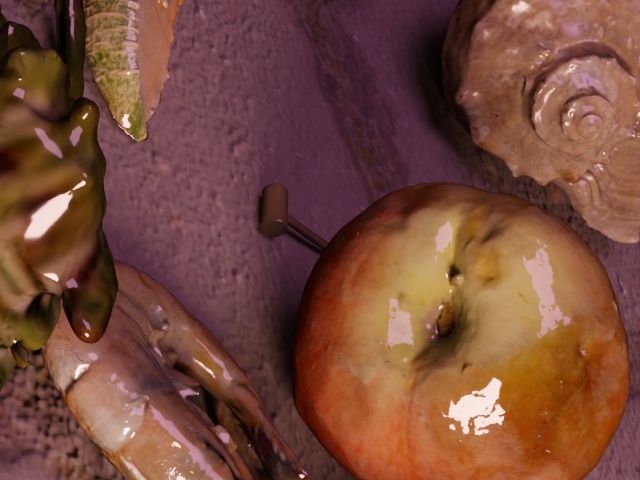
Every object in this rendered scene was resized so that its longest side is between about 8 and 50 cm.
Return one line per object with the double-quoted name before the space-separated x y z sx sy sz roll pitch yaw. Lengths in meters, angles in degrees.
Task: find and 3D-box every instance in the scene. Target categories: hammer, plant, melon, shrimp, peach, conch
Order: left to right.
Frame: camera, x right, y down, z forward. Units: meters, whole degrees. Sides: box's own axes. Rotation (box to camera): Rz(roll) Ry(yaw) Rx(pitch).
"plant" -0.147 -0.055 0.881 0.333 0.180 0.251 -23 102 -64
"melon" -0.129 -0.156 1.096 0.182 0.054 0.098 -84 151 -44
"shrimp" -0.069 0.113 0.924 0.254 0.059 0.145 47 24 -4
"hammer" 0.000 0.000 1.141 0.110 0.019 0.035 33 39 -33
"peach" 0.100 0.073 1.031 0.235 0.214 0.214 31 35 -63
"conch" 0.253 -0.158 1.442 0.297 0.210 0.352 57 32 -24
